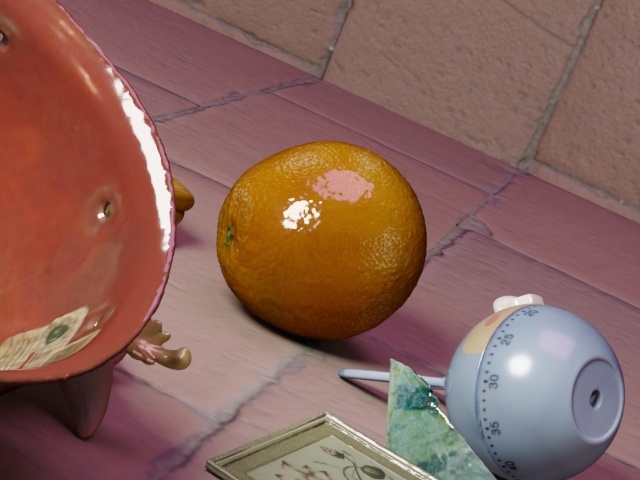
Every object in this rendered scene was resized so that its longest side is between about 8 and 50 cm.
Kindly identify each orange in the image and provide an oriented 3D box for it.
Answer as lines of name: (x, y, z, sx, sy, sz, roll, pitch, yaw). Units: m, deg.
orange: (0.000, 0.000, 1.830, 0.206, 0.206, 0.206, 22, 12, -5)

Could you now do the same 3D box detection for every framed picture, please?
framed picture: (0.049, 0.203, 1.424, 0.231, 0.010, 0.173, 29, 22, 23)

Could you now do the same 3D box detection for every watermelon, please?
watermelon: (0.099, 0.183, 1.538, 0.094, 0.081, 0.180, 33, 16, -52)

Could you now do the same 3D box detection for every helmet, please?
helmet: (-0.302, -0.032, 1.232, 0.385, 0.230, 0.337, 55, 36, 5)

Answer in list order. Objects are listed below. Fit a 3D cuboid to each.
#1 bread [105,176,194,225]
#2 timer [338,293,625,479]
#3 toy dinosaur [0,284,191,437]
bread: (-0.219, -0.050, 1.906, 0.116, 0.077, 0.200, 28, 11, 27)
timer: (0.159, 0.115, 1.707, 0.175, 0.175, 0.255, 12, 16, -42)
toy dinosaur: (-0.196, 0.071, 1.420, 0.194, 0.152, 0.177, 51, -10, 48)
